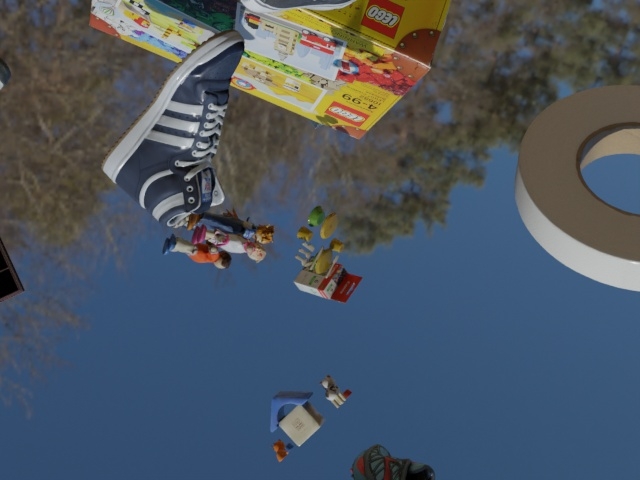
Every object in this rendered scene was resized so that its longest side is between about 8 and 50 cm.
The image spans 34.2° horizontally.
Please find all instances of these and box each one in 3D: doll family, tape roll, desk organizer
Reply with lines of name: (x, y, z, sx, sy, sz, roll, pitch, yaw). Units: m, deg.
doll family: (-0.179, -0.019, 1.970, 0.163, 0.263, 0.118, 16, -103, -25)
tape roll: (0.502, -0.090, 1.632, 0.392, 0.072, 0.392, -1, -130, 1)
desk organizer: (-0.544, 0.035, 1.736, 0.047, 0.050, 0.130, -25, -89, -10)

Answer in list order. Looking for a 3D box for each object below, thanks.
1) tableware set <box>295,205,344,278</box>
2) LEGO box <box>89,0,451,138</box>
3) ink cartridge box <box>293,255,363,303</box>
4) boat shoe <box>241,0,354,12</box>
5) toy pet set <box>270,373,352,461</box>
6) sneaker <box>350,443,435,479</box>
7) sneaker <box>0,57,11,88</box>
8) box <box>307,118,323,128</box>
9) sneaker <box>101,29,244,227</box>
tableware set: (0.000, 0.000, 1.742, 0.024, 0.104, 0.154, 27, 177, 27)
LEGO box: (-0.085, -0.384, 1.623, 0.500, 0.372, 0.193, 22, -106, -9)
ink cartridge box: (0.013, 0.069, 1.851, 0.115, 0.029, 0.063, 15, -119, 44)
boat shoe: (0.007, -0.295, 1.126, 0.076, 0.080, 0.228, -7, -171, 41)
toy pet set: (-0.032, 0.215, 1.296, 0.065, 0.122, 0.114, 46, -171, 5)
sneaker: (0.131, 0.396, 1.647, 0.104, 0.125, 0.262, 50, -172, -19)
sneaker: (-0.840, -0.305, 1.993, 0.447, 0.169, 0.257, 17, -103, -3)
box: (-0.019, -0.388, 2.477, 0.233, 0.059, 0.183, 50, -137, 11)
sneaker: (-0.162, -0.140, 1.405, 0.153, 0.282, 0.099, 48, -156, 9)
